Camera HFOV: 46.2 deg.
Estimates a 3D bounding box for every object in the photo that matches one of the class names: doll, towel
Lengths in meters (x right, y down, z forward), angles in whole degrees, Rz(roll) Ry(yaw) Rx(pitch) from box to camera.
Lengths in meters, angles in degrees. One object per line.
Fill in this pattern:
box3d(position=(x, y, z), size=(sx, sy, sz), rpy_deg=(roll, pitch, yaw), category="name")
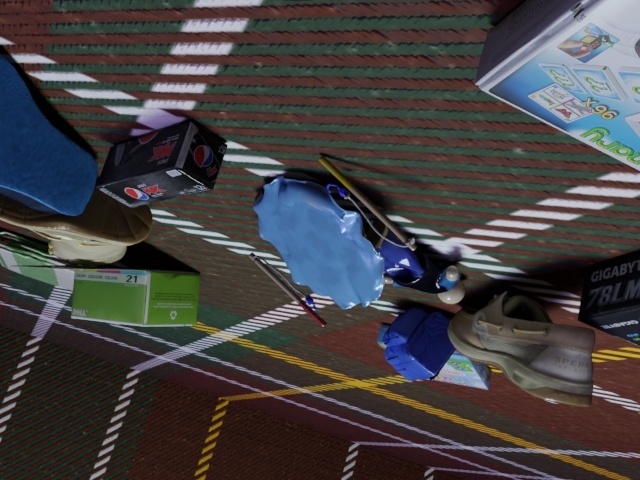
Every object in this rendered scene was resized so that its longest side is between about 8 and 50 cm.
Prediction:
box3d(position=(0.118, 0.036, 0.935), size=(0.189, 0.046, 0.129), rpy_deg=(32, 156, -36), category="doll")
box3d(position=(-0.488, 0.070, 1.511), size=(0.324, 0.038, 0.248), rpy_deg=(19, 161, -12), category="towel")

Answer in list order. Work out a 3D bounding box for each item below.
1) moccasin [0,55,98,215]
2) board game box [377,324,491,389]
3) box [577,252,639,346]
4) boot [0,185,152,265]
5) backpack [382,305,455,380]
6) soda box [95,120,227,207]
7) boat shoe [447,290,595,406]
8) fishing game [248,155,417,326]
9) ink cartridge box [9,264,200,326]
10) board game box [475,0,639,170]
box3d(position=(-0.367, -0.108, 0.799), size=(0.116, 0.138, 0.342), rpy_deg=(15, 160, 15), category="moccasin")
box3d(position=(0.208, 0.210, 1.338), size=(0.160, 0.039, 0.211), rpy_deg=(6, 158, 25), category="board game box")
box3d(position=(0.469, 0.080, 0.744), size=(0.293, 0.073, 0.295), rpy_deg=(21, 159, -15), category="box")
box3d(position=(-0.385, -0.037, 1.060), size=(0.261, 0.095, 0.203), rpy_deg=(16, 162, -21), category="boot")
box3d(position=(0.152, 0.159, 1.170), size=(0.101, 0.098, 0.120), rpy_deg=(46, 159, 4), category="backpack")
box3d(position=(-0.179, -0.081, 0.832), size=(0.168, 0.060, 0.053), rpy_deg=(-6, 152, 45), category="soda box")
box3d(position=(0.251, 0.116, 0.949), size=(0.109, 0.098, 0.302), rpy_deg=(10, -175, -11), category="boat shoe")
box3d(position=(0.000, 0.000, 0.873), size=(0.189, 0.041, 0.264), rpy_deg=(42, 147, 5), category="fishing game")
box3d(position=(-0.357, 0.091, 1.254), size=(0.188, 0.097, 0.255), rpy_deg=(2, 178, 34), category="ink cartridge box")
box3d(position=(0.278, -0.091, 0.466), size=(0.305, 0.053, 0.193), rpy_deg=(22, 158, -17), category="board game box")
